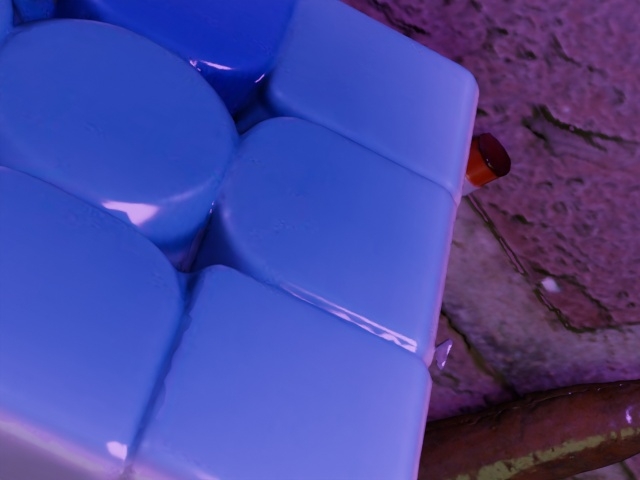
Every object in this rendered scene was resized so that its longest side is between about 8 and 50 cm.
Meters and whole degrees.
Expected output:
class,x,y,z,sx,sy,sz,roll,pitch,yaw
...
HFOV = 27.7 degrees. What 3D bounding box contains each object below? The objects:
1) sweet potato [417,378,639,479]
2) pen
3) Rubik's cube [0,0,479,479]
class,x,y,z,sx,sy,sz,roll,pitch,yaw
sweet potato,0.107,0.138,0.828,0.273,0.075,0.075,-25,128,28
pen,0.000,0.000,0.718,0.239,0.028,0.028,-26,128,33
Rubik's cube,-0.134,0.037,0.567,0.290,0.292,0.291,27,134,-9
